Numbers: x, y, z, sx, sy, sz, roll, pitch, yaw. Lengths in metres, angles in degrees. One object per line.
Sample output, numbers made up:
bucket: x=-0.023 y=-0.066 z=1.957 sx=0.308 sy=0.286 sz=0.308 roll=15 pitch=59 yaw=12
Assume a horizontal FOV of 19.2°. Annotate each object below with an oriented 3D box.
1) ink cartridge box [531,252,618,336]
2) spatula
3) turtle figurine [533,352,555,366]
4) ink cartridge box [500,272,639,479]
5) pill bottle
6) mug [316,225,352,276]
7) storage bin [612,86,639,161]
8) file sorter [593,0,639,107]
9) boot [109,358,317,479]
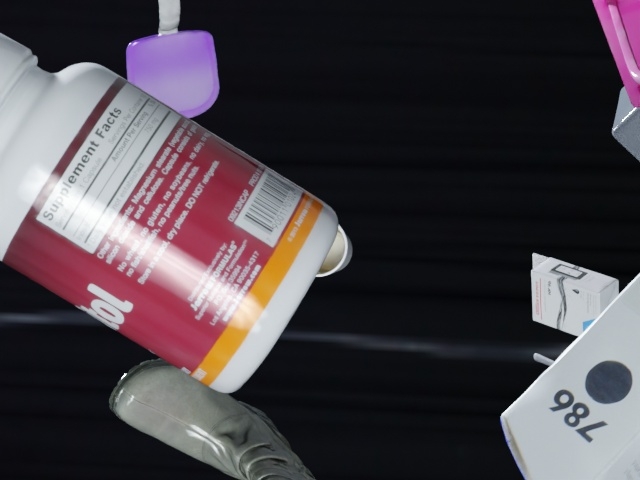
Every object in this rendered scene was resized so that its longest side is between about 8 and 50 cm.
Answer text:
ink cartridge box: x=0.196 y=0.046 z=1.511 sx=0.028 sy=0.083 sz=0.048 roll=-31 pitch=-53 yaw=-39
spatula: x=-0.130 y=-0.206 z=1.624 sx=0.296 sy=0.084 sz=0.030 roll=93 pitch=165 yaw=-55
turtle figurine: x=0.282 y=0.234 z=1.852 sx=0.198 sy=0.275 sz=0.266 roll=-46 pitch=-9 yaw=-18
ink cartridge box: x=0.191 y=0.062 z=0.910 sx=0.332 sy=0.065 sz=0.165 roll=-46 pitch=-33 yaw=-8
pill bottle: x=-0.076 y=-0.013 z=0.729 sx=0.086 sy=0.152 sz=0.086 roll=-58 pitch=4 yaw=6
mug: x=0.004 y=0.001 z=1.983 sx=0.064 sy=0.062 sz=0.078 roll=18 pitch=-120 yaw=-74
storage bin: x=0.334 y=-0.139 z=1.848 sx=0.091 sy=0.098 sz=0.135 roll=-42 pitch=12 yaw=29
file sorter: x=0.244 y=-0.212 z=1.128 sx=0.182 sy=0.202 sz=0.290 roll=-87 pitch=-26 yaw=-65
boot: x=-0.090 y=0.212 z=1.956 sx=0.246 sy=0.161 sz=0.083 roll=28 pitch=-82 yaw=-42
